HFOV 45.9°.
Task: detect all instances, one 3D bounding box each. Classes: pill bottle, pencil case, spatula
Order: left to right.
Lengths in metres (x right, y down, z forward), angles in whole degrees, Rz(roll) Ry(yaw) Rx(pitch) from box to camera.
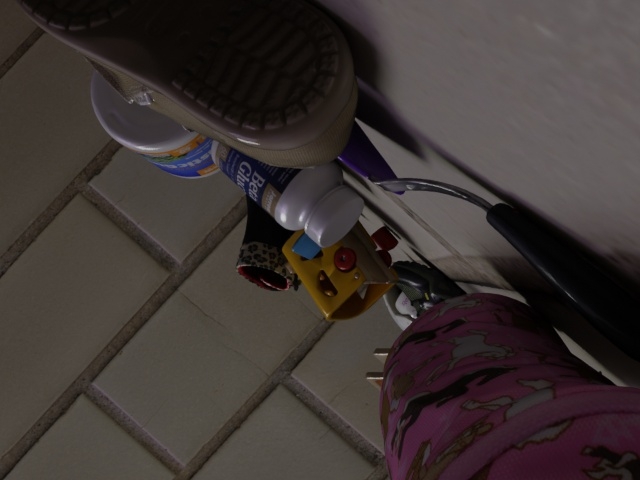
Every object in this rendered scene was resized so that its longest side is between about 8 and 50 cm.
[{"bbox_3d":[-0.182,-0.165,0.995,0.152,0.152,0.272,42,180,8],"label":"pill bottle"},{"bbox_3d":[-0.035,-0.071,0.841,0.169,0.094,0.094,42,179,21],"label":"pill bottle"},{"bbox_3d":[0.073,-0.018,0.406,0.084,0.030,0.296,24,-168,-49],"label":"spatula"},{"bbox_3d":[0.125,0.126,0.457,0.386,0.167,0.160,-17,-97,-85],"label":"pencil case"}]

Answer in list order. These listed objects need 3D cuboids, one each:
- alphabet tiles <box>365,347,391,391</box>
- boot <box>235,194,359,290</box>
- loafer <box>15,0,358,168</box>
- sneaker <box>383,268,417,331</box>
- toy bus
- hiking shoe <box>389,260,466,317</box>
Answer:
[{"bbox_3d":[0.226,0.221,0.924,0.285,0.011,0.342,-9,137,44],"label":"alphabet tiles"},{"bbox_3d":[-0.034,-0.001,1.097,0.085,0.179,0.236,-14,148,35],"label":"boot"},{"bbox_3d":[-0.082,-0.114,0.429,0.268,0.102,0.092,41,173,30],"label":"loafer"},{"bbox_3d":[0.180,0.142,1.085,0.152,0.114,0.305,41,180,-39],"label":"sneaker"},{"bbox_3d":[0.003,0.009,0.981,0.191,0.104,0.202,37,-155,-16],"label":"toy bus"},{"bbox_3d":[0.158,0.121,0.987,0.227,0.114,0.086,42,178,22],"label":"hiking shoe"}]
